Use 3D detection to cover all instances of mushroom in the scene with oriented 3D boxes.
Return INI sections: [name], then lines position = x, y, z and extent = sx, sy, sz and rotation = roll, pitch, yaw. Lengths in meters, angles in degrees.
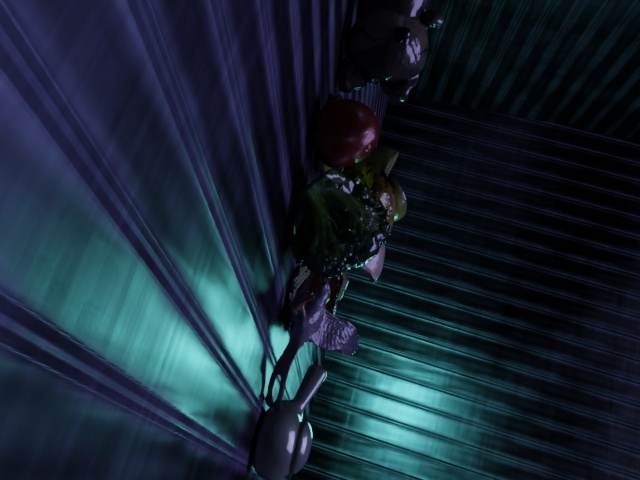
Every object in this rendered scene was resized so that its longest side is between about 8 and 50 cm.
[mushroom]
position = 0.141, 0.018, 1.844
extent = 0.173, 0.162, 0.236
rotation = -54, -176, -9

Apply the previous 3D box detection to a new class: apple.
[apple]
position = 0.197, -0.209, 2.316
extent = 0.258, 0.233, 0.295
rotation = 77, 8, -83

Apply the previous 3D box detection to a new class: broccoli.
[broccoli]
position = 0.032, -0.045, 1.450
extent = 0.245, 0.265, 0.294
rotation = 63, 26, -22

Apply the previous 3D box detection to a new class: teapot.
[teapot]
position = -0.085, 0.504, 1.682
extent = 0.220, 0.149, 0.318
rotation = 34, 70, -85

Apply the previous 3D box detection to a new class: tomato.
[tomato]
position = 0.050, -0.250, 1.439
extent = 0.167, 0.167, 0.167
rotation = 13, 90, -84

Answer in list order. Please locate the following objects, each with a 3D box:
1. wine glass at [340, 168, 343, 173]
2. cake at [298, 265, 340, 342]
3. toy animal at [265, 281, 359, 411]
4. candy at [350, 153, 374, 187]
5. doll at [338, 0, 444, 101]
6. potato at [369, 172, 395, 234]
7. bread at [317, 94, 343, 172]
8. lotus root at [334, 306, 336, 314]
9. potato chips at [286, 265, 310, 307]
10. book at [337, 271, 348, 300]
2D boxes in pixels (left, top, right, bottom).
[wine glass]
position = 0.069, -0.246, 1.884
extent = 0.079, 0.079, 0.195
rotation = -69, 170, -51
[cake]
position = -0.007, 0.177, 1.864
extent = 0.113, 0.116, 0.295
rotation = -82, -176, -71
[toy animal]
position = -0.066, 0.258, 1.614
extent = 0.284, 0.225, 0.302
rotation = -46, 146, -36
[candy]
position = 0.121, -0.228, 1.789
extent = 0.149, 0.069, 0.246
rotation = 70, 16, -58
[doll]
position = 0.200, -0.572, 1.689
extent = 0.378, 0.252, 0.382
rotation = -46, 154, -77
[potato]
position = 0.150, -0.135, 2.086
extent = 0.299, 0.247, 0.196
rotation = -59, 165, -88
[bread]
position = 0.024, -0.281, 1.637
extent = 0.228, 0.034, 0.228
rotation = 12, 90, -85
[lotus root]
position = 0.003, 0.147, 2.015
extent = 0.110, 0.097, 0.258
rotation = -123, -150, -67
[potato chips]
position = -0.058, 0.113, 1.683
extent = 0.207, 0.028, 0.092
rotation = -52, 160, -66
[book]
position = 0.045, 0.069, 2.042
extent = 0.160, 0.024, 0.228
rotation = 103, -25, -60
